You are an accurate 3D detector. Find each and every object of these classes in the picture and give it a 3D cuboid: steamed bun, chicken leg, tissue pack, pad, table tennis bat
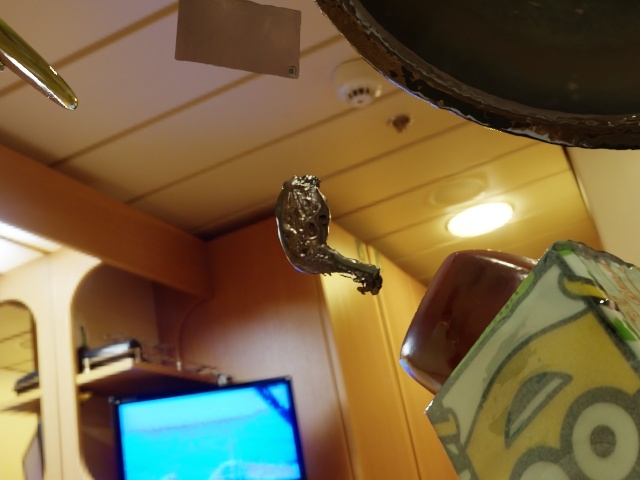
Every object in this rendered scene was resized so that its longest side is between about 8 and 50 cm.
[{"bbox_3d":[0.267,0.144,1.070,0.248,0.235,0.379,30,-6,-27],"label":"steamed bun"},{"bbox_3d":[0.000,0.000,1.103,0.106,0.253,0.051,-43,-39,8],"label":"chicken leg"},{"bbox_3d":[0.237,0.184,0.629,0.128,0.311,0.228,15,-59,-28],"label":"tissue pack"},{"bbox_3d":[-0.120,-0.306,1.152,0.188,0.113,0.006,5,-9,-18],"label":"pad"},{"bbox_3d":[-0.353,-0.216,0.819,0.224,0.054,0.369,42,-9,-21],"label":"table tennis bat"}]

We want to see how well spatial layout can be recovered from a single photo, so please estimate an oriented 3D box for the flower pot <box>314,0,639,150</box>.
[{"bbox_3d":[0.180,-0.264,0.428,0.379,0.251,0.379,13,-49,15],"label":"flower pot"}]
